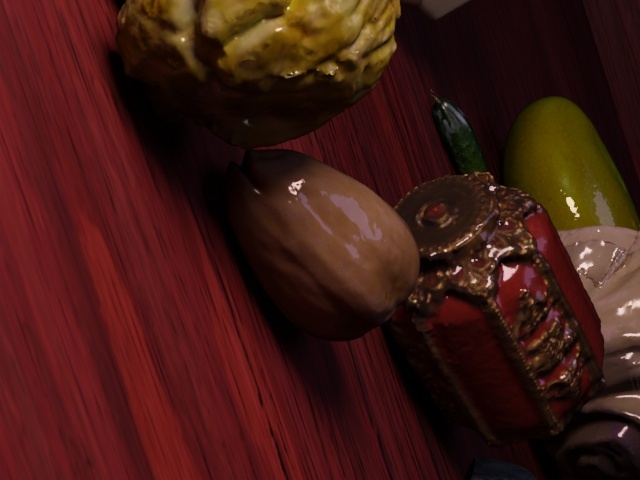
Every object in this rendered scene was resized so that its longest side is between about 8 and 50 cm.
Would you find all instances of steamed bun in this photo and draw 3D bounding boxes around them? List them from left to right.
[{"bbox_3d":[0.346,0.160,1.998,0.394,0.346,0.237,27,40,-8],"label":"steamed bun"}]

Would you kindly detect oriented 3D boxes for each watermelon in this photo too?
[{"bbox_3d":[0.169,0.259,1.717,0.180,0.081,0.094,-77,172,-51],"label":"watermelon"}]

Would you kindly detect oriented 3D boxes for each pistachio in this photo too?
[{"bbox_3d":[0.000,0.000,1.314,0.185,0.108,0.126,47,6,-43],"label":"pistachio"}]

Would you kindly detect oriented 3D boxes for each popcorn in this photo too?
[{"bbox_3d":[-0.053,-0.161,1.191,0.212,0.198,0.198,40,15,7],"label":"popcorn"}]

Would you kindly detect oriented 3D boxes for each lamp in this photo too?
[{"bbox_3d":[0.147,0.063,1.631,0.177,0.177,0.274,-91,158,-43],"label":"lamp"}]

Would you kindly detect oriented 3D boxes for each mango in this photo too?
[{"bbox_3d":[0.303,-0.045,2.285,0.185,0.149,0.273,-11,79,-67],"label":"mango"}]

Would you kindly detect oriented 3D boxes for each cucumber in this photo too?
[{"bbox_3d":[0.160,-0.100,2.060,0.039,0.039,0.168,-85,155,-52],"label":"cucumber"}]

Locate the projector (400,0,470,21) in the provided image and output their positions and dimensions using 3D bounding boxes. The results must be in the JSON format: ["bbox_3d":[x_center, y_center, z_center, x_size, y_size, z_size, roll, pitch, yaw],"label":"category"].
[{"bbox_3d":[0.128,-0.349,1.880,0.177,0.242,0.163,35,40,-39],"label":"projector"}]
